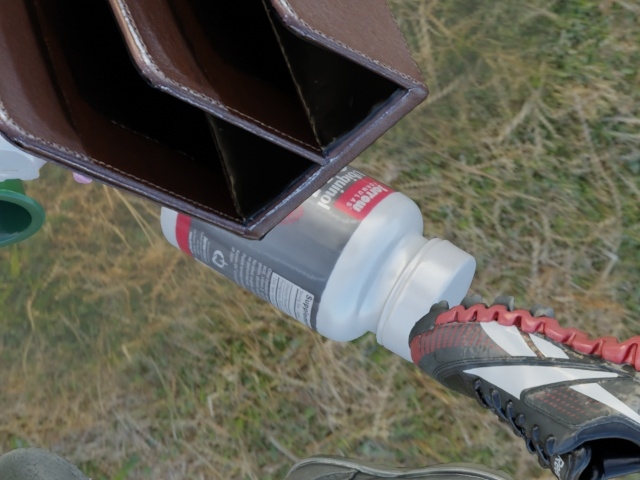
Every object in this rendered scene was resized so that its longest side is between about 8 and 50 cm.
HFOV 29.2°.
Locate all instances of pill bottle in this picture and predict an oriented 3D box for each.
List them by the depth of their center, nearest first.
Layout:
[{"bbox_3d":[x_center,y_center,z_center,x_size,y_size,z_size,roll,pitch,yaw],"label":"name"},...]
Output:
[{"bbox_3d":[0.000,0.000,1.339,0.318,0.176,0.176,30,96,17],"label":"pill bottle"}]

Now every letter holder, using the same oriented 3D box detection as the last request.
[{"bbox_3d":[-0.100,-0.184,0.736,0.152,0.302,0.214,-39,142,26],"label":"letter holder"}]

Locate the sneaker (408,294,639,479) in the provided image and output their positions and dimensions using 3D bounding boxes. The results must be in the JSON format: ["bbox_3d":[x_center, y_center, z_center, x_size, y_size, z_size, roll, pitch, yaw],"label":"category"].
[{"bbox_3d":[0.184,0.128,0.992,0.135,0.276,0.097,-64,147,-23],"label":"sneaker"}]

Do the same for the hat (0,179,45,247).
[{"bbox_3d":[-0.468,-0.107,1.710,0.208,0.173,0.183,-14,65,7],"label":"hat"}]

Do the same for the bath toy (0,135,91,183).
[{"bbox_3d":[-0.252,-0.128,1.519,0.348,0.151,0.129,3,59,-11],"label":"bath toy"}]

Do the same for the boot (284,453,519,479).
[{"bbox_3d":[0.022,0.185,0.708,0.189,0.208,0.076,0,93,18],"label":"boot"}]

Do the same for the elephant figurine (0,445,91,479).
[{"bbox_3d":[-0.173,0.169,0.587,0.239,0.169,0.186,-3,123,9],"label":"elephant figurine"}]
